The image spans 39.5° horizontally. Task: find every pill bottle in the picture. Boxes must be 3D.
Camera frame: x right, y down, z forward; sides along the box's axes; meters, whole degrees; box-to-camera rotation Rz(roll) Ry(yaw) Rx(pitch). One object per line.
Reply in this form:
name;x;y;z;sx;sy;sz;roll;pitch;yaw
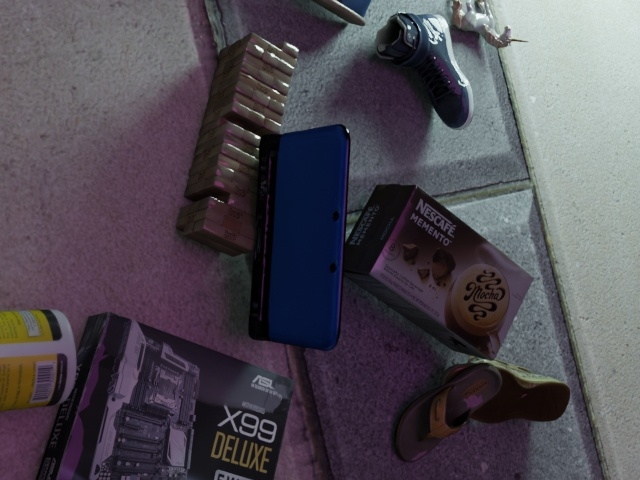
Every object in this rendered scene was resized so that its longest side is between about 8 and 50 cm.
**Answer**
pill bottle;-0.404;0.143;1.038;0.209;0.119;0.119;1;80;-37

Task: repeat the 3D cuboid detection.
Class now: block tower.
block tower;-0.124;-0.148;1.328;0.097;0.091;0.335;25;66;-32

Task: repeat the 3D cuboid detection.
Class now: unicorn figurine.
unicorn figurine;0.317;-0.434;1.749;0.162;0.060;0.111;-4;83;-21

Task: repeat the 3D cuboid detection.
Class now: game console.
game console;0.000;0.000;1.258;0.250;0.174;0.292;8;85;-67

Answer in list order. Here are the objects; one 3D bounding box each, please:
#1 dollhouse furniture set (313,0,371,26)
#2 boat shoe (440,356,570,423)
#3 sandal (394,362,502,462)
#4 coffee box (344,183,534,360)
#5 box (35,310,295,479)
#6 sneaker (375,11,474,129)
dollhouse furniture set;0.093;-0.455;1.370;0.286;0.303;0.198;20;95;-39
boat shoe;0.316;0.266;1.589;0.285;0.089;0.104;17;97;-31
sandal;0.215;0.285;1.468;0.219;0.060;0.090;-32;106;-7
coffee box;0.191;0.053;1.484;0.297;0.119;0.168;36;76;-25
box;-0.197;0.260;1.196;0.308;0.077;0.242;27;65;-30
sneaker;0.181;-0.301;1.584;0.163;0.086;0.226;-7;75;-48
